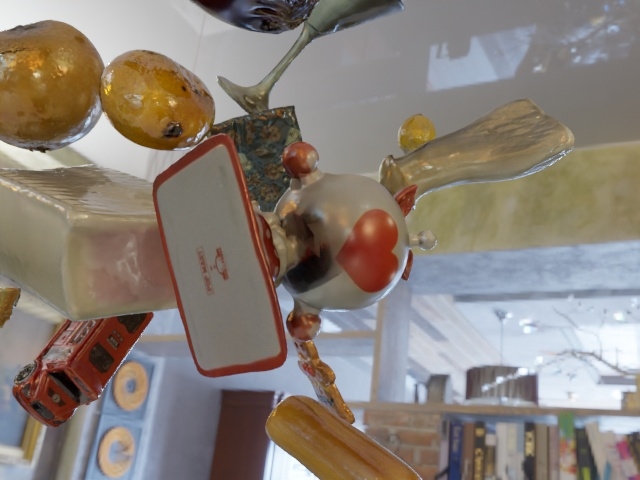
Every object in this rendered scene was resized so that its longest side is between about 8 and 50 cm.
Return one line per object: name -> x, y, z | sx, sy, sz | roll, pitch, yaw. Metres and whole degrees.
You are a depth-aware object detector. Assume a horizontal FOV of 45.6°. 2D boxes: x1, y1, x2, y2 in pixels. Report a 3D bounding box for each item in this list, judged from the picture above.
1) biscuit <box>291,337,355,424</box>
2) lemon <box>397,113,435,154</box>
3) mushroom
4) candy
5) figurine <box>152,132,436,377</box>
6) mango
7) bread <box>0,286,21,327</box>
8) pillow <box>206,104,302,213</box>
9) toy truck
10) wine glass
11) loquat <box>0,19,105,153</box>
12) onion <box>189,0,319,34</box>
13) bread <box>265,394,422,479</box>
biscuit -> -0.008, 0.318, 1.777 | 0.036, 0.250, 0.165 | -31, 16, -23
lemon -> 0.205, -0.219, 1.626 | 0.082, 0.110, 0.082 | 9, -35, 6
mushroom -> 0.262, -0.147, 1.346 | 0.329, 0.122, 0.159 | -22, 16, -4
candy -> -0.328, -0.013, 1.043 | 0.208, 0.145, 0.359 | -7, 18, -44
figurine -> 0.000, 0.000, 0.677 | 0.226, 0.183, 0.160 | -12, -4, -35
mango -> -0.217, -0.195, 1.016 | 0.157, 0.109, 0.262 | 18, 20, -26
bread -> -0.668, 0.114, 1.470 | 0.147, 0.127, 0.152 | 10, -42, -46
pillow -> -0.115, -0.134, 1.551 | 0.189, 0.255, 0.034 | -13, 16, -1
toy truck -> -0.397, 0.191, 1.294 | 0.114, 0.252, 0.107 | -7, -51, 36
wine glass -> -0.035, -0.454, 1.721 | 0.406, 0.267, 0.267 | -50, -45, 12
loquat -> -0.536, -0.294, 1.441 | 0.263, 0.263, 0.263 | 6, -22, 2
onion -> -0.081, -0.405, 0.961 | 0.273, 0.285, 0.273 | -28, 1, 1
bread -> 0.025, 0.278, 0.999 | 0.092, 0.074, 0.239 | -22, 36, -39
